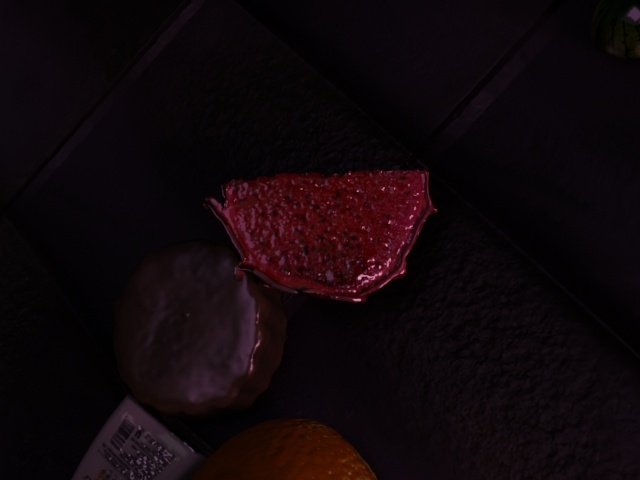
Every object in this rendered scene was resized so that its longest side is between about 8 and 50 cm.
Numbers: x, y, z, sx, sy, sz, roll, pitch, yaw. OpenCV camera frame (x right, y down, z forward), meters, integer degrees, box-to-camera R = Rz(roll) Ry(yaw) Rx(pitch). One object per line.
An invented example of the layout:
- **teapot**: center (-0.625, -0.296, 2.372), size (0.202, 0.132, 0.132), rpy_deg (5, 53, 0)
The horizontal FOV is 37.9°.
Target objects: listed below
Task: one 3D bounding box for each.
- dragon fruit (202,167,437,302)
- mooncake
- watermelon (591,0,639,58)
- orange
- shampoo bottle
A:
- **dragon fruit**: center (0.000, 0.008, 1.125), size (0.274, 0.126, 0.161), rpy_deg (-4, 74, -5)
- **mooncake**: center (-0.148, 0.117, 1.183), size (0.228, 0.124, 0.228), rpy_deg (-6, 73, 22)
- **watermelon**: center (0.366, -0.265, 1.084), size (0.106, 0.062, 0.105), rpy_deg (-11, 59, 19)
- **orange**: center (-0.054, 0.365, 1.025), size (0.263, 0.196, 0.334), rpy_deg (-22, 70, 34)
- **shampoo bottle**: center (-0.265, 0.344, 1.192), size (0.153, 0.071, 0.284), rpy_deg (35, 92, 30)
